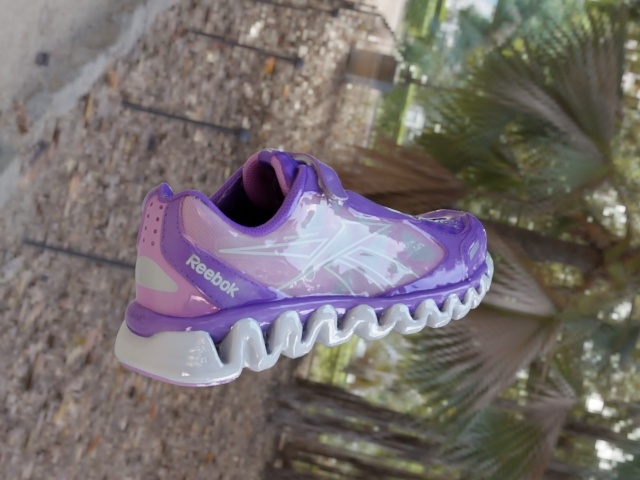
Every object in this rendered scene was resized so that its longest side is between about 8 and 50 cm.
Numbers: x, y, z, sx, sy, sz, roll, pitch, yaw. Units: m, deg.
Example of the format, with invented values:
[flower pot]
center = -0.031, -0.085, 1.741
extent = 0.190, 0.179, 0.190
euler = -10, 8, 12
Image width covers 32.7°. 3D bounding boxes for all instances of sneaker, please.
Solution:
[sneaker]
center = 0.000, 0.000, 0.580
extent = 0.095, 0.236, 0.105
euler = 9, -74, 52
